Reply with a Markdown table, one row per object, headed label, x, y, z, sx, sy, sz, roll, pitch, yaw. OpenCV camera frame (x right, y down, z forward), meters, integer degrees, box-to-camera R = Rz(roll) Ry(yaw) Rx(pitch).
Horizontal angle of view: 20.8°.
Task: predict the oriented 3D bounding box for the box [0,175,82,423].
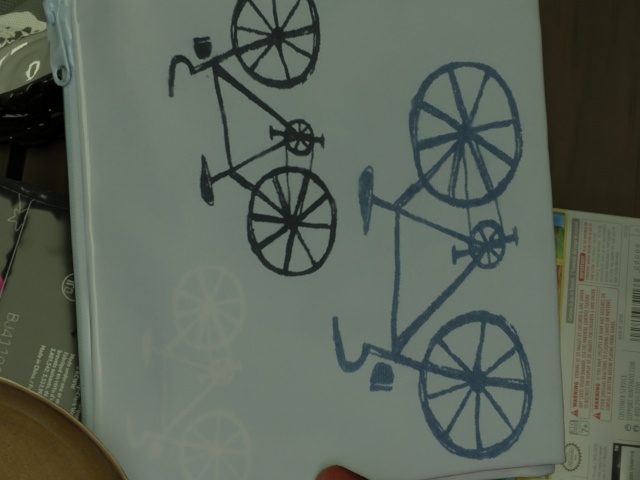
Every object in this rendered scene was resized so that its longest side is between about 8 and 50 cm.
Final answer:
| label | x | y | z | sx | sy | sz | roll | pitch | yaw |
| --- | --- | --- | --- | --- | --- | --- | --- | --- | --- |
| box | -0.178 | 0.104 | 1.028 | 0.163 | 0.142 | 0.247 | 17 | 77 | -7 |

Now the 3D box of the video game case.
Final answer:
| label | x | y | z | sx | sy | sz | roll | pitch | yaw |
| --- | --- | --- | --- | --- | --- | --- | --- | --- | --- |
| video game case | 0.130 | 0.088 | 1.137 | 0.206 | 0.026 | 0.227 | 7 | 78 | -7 |

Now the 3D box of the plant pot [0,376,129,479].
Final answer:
| label | x | y | z | sx | sy | sz | roll | pitch | yaw |
| --- | --- | --- | --- | --- | --- | --- | --- | --- | --- |
| plant pot | -0.203 | 0.176 | 0.911 | 0.236 | 0.032 | 0.236 | -1 | 100 | -3 |

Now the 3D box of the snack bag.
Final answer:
| label | x | y | z | sx | sy | sz | roll | pitch | yaw |
| --- | --- | --- | --- | --- | --- | --- | --- | --- | --- |
| snack bag | 0.000 | 0.000 | 1.019 | 0.342 | 0.037 | 0.323 | -4 | 92 | -31 |

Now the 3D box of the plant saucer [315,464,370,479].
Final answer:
| label | x | y | z | sx | sy | sz | roll | pitch | yaw |
| --- | --- | --- | --- | --- | --- | --- | --- | --- | --- |
| plant saucer | 0.062 | 0.297 | 1.012 | 0.259 | 0.048 | 0.258 | 30 | 77 | -29 |

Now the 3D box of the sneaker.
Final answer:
| label | x | y | z | sx | sy | sz | roll | pitch | yaw |
| --- | --- | --- | --- | --- | --- | --- | --- | --- | --- |
| sneaker | -0.249 | -0.101 | 1.092 | 0.271 | 0.100 | 0.108 | -18 | 68 | -15 |
